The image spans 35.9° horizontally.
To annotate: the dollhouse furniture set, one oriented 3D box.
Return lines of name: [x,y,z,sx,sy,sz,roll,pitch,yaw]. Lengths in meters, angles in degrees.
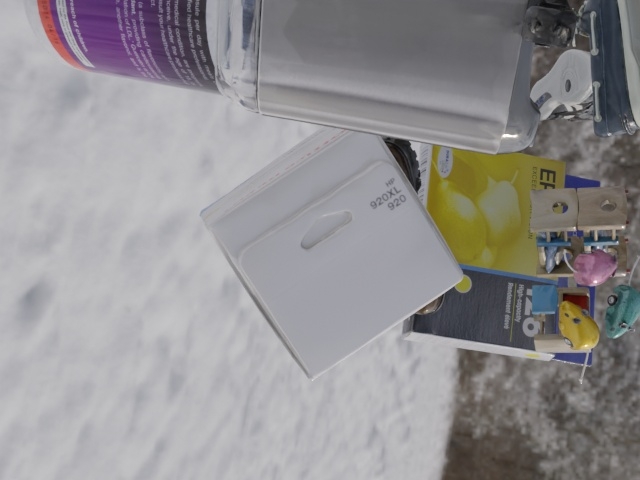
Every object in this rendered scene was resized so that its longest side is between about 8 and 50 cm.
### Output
dollhouse furniture set: [0.352,0.040,1.333,0.129,0.129,0.184,66,27,-52]

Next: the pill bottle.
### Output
pill bottle: [-0.118,-0.236,0.957,0.181,0.323,0.182,-37,134,-51]

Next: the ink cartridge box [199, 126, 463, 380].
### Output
ink cartridge box: [0.000,0.000,0.951,0.168,0.171,0.232,56,-3,-9]

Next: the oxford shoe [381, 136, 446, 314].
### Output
oxford shoe: [0.086,-0.002,1.157,0.096,0.082,0.227,-48,123,-51]

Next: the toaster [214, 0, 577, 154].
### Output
toaster: [0.035,-0.121,0.478,0.227,0.146,0.129,-76,172,-63]

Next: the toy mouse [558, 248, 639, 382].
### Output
toy mouse: [0.324,0.060,1.105,0.143,0.031,0.161,-35,114,-22]

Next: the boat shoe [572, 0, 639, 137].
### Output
boat shoe: [0.341,-0.249,1.167,0.095,0.079,0.255,-11,90,-56]

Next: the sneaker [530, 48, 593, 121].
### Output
sneaker: [0.400,-0.227,1.449,0.217,0.121,0.079,152,-62,-80]

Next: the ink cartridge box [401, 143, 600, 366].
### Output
ink cartridge box: [0.287,0.018,1.484,0.072,0.307,0.304,128,-31,-74]
